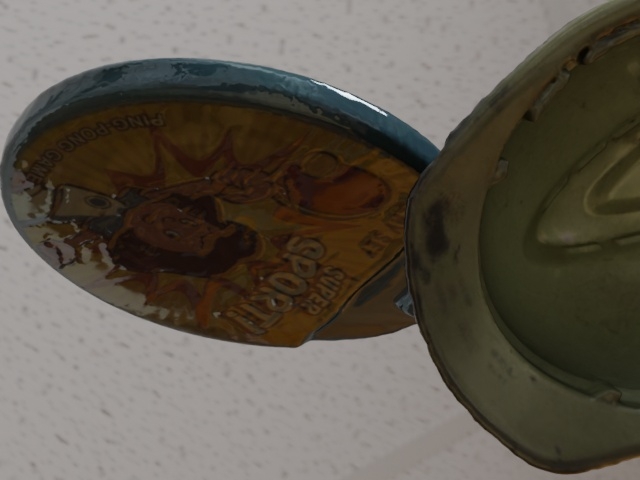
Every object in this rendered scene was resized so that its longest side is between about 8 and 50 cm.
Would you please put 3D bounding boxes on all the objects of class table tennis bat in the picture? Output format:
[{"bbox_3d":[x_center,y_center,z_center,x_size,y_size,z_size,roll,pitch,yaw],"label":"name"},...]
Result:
[{"bbox_3d":[0.000,0.000,0.861,0.329,0.215,0.044,19,-127,-20],"label":"table tennis bat"}]

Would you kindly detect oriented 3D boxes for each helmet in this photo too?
[{"bbox_3d":[0.152,-0.014,0.820,0.258,0.137,0.204,-26,-82,-6],"label":"helmet"}]
